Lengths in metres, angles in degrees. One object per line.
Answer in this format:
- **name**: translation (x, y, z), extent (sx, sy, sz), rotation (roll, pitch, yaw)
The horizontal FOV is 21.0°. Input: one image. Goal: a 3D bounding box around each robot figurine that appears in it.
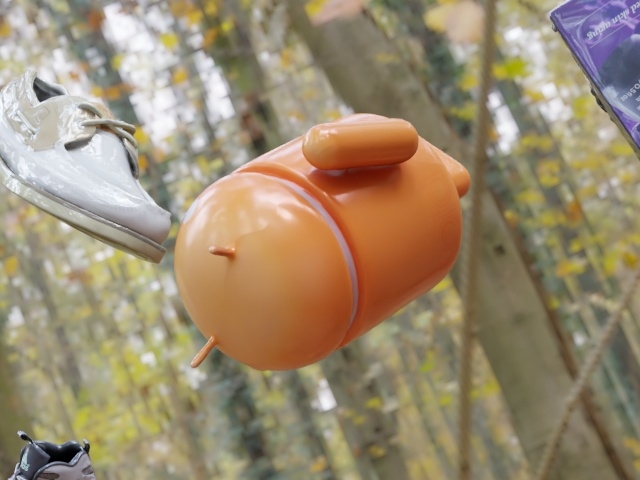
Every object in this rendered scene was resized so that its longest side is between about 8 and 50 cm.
- **robot figurine**: translation (0.000, -0.002, 1.050), extent (0.158, 0.128, 0.219), rotation (-21, 7, 46)

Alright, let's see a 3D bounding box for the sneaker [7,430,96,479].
- **sneaker**: translation (-0.184, 0.148, 1.056), extent (0.098, 0.038, 0.069), rotation (-21, -55, -29)

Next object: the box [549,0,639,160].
- **box**: translation (0.255, -0.080, 1.001), extent (0.153, 0.207, 0.108), rotation (-34, -31, 8)

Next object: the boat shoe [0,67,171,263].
- **boat shoe**: translation (-0.212, -0.072, 1.463), extent (0.113, 0.302, 0.103), rotation (33, -93, -43)
